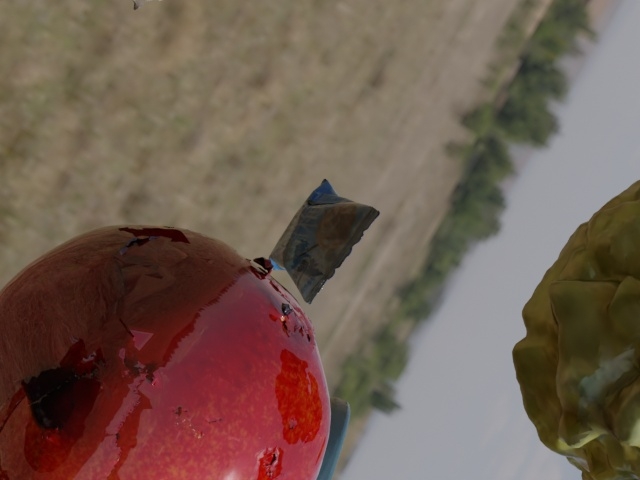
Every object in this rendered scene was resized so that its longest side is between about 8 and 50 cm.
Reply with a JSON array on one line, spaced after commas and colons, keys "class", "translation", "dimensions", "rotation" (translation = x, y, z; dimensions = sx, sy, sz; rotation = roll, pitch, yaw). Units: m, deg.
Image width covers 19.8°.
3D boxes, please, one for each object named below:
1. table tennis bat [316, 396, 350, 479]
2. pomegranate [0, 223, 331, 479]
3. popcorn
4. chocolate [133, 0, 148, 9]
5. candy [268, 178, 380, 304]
[{"class": "table tennis bat", "translation": [-0.043, 0.303, 1.762], "dimensions": [0.215, 0.044, 0.329], "rotation": [129, -15, -75]}, {"class": "pomegranate", "translation": [-0.102, 0.100, 1.022], "dimensions": [0.235, 0.210, 0.210], "rotation": [-49, -176, 42]}, {"class": "popcorn", "translation": [0.230, 0.071, 1.033], "dimensions": [0.212, 0.259, 0.259], "rotation": [-8, 143, -32]}, {"class": "chocolate", "translation": [-0.107, -0.315, 1.429], "dimensions": [0.161, 0.083, 0.261], "rotation": [-16, 135, -56]}, {"class": "candy", "translation": [-0.001, 0.001, 1.410], "dimensions": [0.088, 0.038, 0.136], "rotation": [-52, -158, -1]}]
